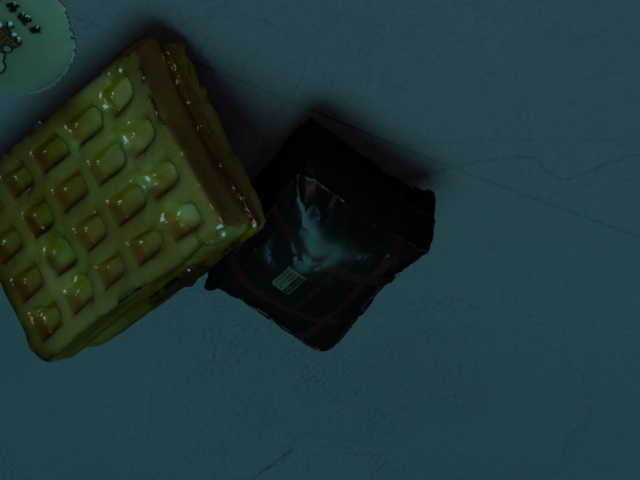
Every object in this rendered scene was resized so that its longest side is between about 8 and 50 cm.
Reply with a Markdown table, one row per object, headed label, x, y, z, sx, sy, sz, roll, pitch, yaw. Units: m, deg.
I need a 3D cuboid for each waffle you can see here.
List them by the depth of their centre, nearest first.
| label | x | y | z | sx | sy | sz | roll | pitch | yaw |
| --- | --- | --- | --- | --- | --- | --- | --- | --- | --- |
| waffle | -0.209 | -0.034 | 1.668 | 0.328 | 0.098 | 0.224 | -34 | 82 | 38 |

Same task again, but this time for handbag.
| label | x | y | z | sx | sy | sz | roll | pitch | yaw |
| --- | --- | --- | --- | --- | --- | --- | --- | --- | --- |
| handbag | 0.000 | 0.000 | 1.676 | 0.169 | 0.155 | 0.215 | 26 | 134 | -20 |

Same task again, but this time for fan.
| label | x | y | z | sx | sy | sz | roll | pitch | yaw |
| --- | --- | --- | --- | --- | --- | --- | --- | --- | --- |
| fan | -0.385 | -0.188 | 1.683 | 0.329 | 0.009 | 0.191 | -22 | 128 | 33 |
